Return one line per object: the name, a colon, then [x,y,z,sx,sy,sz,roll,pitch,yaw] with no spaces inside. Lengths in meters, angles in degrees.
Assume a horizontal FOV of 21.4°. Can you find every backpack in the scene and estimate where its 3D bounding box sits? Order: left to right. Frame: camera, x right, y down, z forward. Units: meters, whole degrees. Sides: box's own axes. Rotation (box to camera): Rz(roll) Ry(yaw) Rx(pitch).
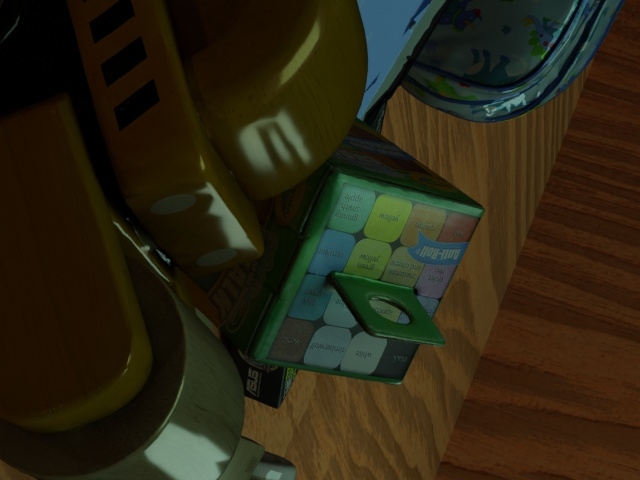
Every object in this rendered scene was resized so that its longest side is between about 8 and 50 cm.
backpack: [0.188,-0.295,1.702,0.273,0.290,0.355,-56,168,-64]

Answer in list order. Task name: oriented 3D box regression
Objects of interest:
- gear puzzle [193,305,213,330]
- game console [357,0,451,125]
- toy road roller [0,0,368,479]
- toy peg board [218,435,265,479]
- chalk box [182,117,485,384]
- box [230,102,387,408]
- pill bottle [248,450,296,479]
gear puzzle: [-0.142,0.135,1.424,0.175,0.044,0.338,-46,147,-56]
game console: [-0.036,-0.127,1.243,0.250,0.173,0.293,35,83,-43]
toy road roller: [-0.078,-0.041,0.893,0.202,0.241,0.329,59,13,-70]
toy peg board: [-0.135,0.209,1.347,0.161,0.079,0.160,-60,162,-4]
chalk box: [0.000,0.000,1.055,0.132,0.213,0.132,13,107,-41]
box: [-0.014,0.005,1.624,0.270,0.060,0.216,99,16,-56]
pill bottle: [-0.086,0.265,1.471,0.094,0.094,0.169,16,90,-75]
